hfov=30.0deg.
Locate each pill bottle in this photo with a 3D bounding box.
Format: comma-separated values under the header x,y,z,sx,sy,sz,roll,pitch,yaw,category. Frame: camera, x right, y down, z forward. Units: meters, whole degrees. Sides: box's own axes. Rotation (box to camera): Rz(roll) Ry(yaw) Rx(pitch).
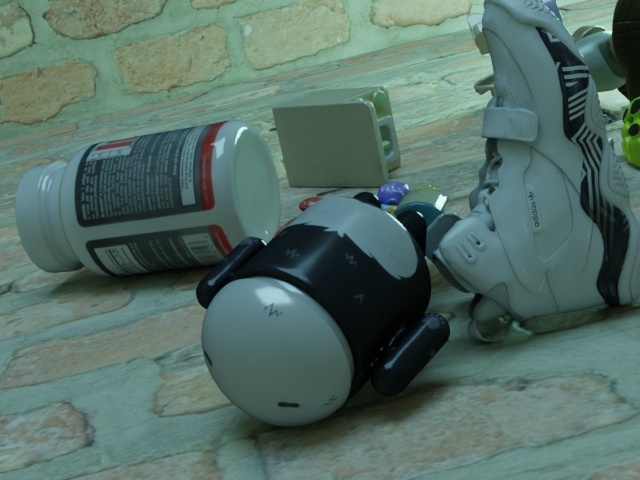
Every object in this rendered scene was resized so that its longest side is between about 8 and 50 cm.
x,y,z,sx,sy,sz,roll,pitch,yaw,category
-0.261,-0.055,1.807,0.363,0.210,0.210,-7,17,19,pill bottle

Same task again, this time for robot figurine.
x,y,z,sx,sy,sz,roll,pitch,yaw,category
0.003,0.067,1.217,0.209,0.173,0.278,-17,20,48,robot figurine

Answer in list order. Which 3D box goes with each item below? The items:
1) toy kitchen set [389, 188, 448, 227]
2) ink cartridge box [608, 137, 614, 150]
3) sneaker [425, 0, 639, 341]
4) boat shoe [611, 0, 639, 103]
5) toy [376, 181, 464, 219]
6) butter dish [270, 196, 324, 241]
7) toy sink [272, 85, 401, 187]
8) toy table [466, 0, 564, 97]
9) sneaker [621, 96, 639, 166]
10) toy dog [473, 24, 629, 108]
x,y,z,sx,sy,sz,roll,pitch,yaw,category
0.103,0.066,1.383,0.207,0.166,0.122,-46,2,23,toy kitchen set
0.362,-0.107,1.773,0.135,0.056,0.099,-4,19,27,ink cartridge box
0.196,-0.074,1.269,0.210,0.365,0.137,-22,6,-5,sneaker
0.549,-0.317,2.052,0.080,0.223,0.073,-11,10,17,boat shoe
0.138,-0.039,1.502,0.237,0.056,0.137,15,-4,-8,toy
0.000,0.000,1.581,0.160,0.118,0.160,-6,18,26,butter dish
0.052,-0.185,2.114,0.234,0.152,0.131,2,21,44,toy sink
0.397,-0.373,2.358,0.161,0.274,0.252,-18,49,7,toy table
0.553,-0.152,1.742,0.124,0.109,0.295,5,5,-28,sneaker
0.459,-0.267,2.159,0.334,0.161,0.220,-27,17,4,toy dog
